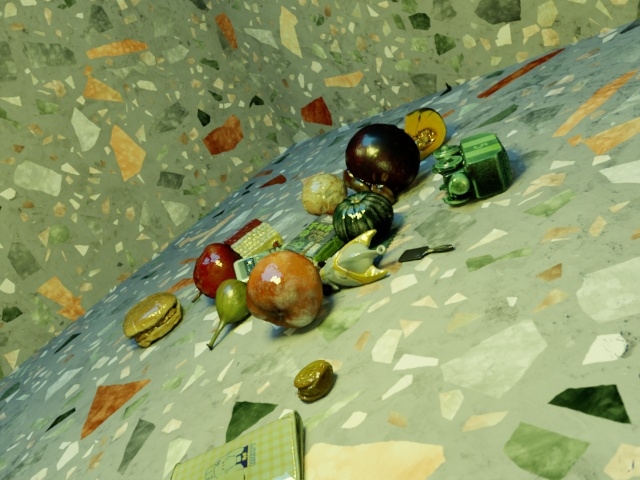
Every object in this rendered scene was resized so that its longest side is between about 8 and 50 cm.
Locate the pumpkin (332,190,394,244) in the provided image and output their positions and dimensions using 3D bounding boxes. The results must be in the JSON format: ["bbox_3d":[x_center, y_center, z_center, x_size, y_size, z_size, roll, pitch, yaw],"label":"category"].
[{"bbox_3d":[0.146,-0.075,1.847,0.220,0.162,0.220,-19,29,11],"label":"pumpkin"}]

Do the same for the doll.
[{"bbox_3d":[0.071,0.084,1.685,0.316,0.103,0.145,-30,34,31],"label":"doll"}]

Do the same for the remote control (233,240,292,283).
[{"bbox_3d":[-0.177,0.085,2.039,0.296,0.056,0.140,-20,43,-4],"label":"remote control"}]

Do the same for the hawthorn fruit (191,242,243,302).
[{"bbox_3d":[-0.424,0.151,2.183,0.266,0.210,0.230,-57,20,-12],"label":"hawthorn fruit"}]

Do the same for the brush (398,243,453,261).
[{"bbox_3d":[0.310,0.032,1.584,0.193,0.016,0.063,-12,29,46],"label":"brush"}]

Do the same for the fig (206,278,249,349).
[{"bbox_3d":[-0.337,0.250,1.889,0.151,0.151,0.259,-13,31,44],"label":"fig"}]

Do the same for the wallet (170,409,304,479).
[{"bbox_3d":[-0.177,0.500,1.130,0.309,0.077,0.223,-27,22,9],"label":"wallet"}]

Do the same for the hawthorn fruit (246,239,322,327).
[{"bbox_3d":[-0.114,0.141,1.621,0.231,0.235,0.263,-57,36,28],"label":"hawthorn fruit"}]

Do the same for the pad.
[{"bbox_3d":[0.117,0.058,1.833,0.270,0.012,0.269,-18,24,37],"label":"pad"}]

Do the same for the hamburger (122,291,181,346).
[{"bbox_3d":[-0.720,0.324,2.307,0.259,0.144,0.283,-40,15,-12],"label":"hamburger"}]

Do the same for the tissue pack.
[{"bbox_3d":[0.000,0.000,1.978,0.173,0.073,0.235,15,46,43],"label":"tissue pack"}]

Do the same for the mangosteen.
[{"bbox_3d":[0.228,-0.287,2.122,0.347,0.307,0.307,-65,23,-2],"label":"mangosteen"}]

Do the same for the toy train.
[{"bbox_3d":[0.489,-0.234,1.755,0.238,0.167,0.299,-15,25,17],"label":"toy train"}]

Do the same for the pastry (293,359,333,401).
[{"bbox_3d":[-0.016,0.336,1.300,0.109,0.057,0.097,-31,18,1],"label":"pastry"}]

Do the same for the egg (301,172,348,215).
[{"bbox_3d":[0.022,-0.196,2.327,0.195,0.195,0.233,-16,3,41],"label":"egg"}]

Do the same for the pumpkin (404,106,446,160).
[{"bbox_3d":[0.409,-0.452,2.337,0.280,0.190,0.139,-36,20,-6],"label":"pumpkin"}]

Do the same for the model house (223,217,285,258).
[{"bbox_3d":[-0.275,0.027,2.299,0.196,0.160,0.254,-38,21,-17],"label":"model house"}]
